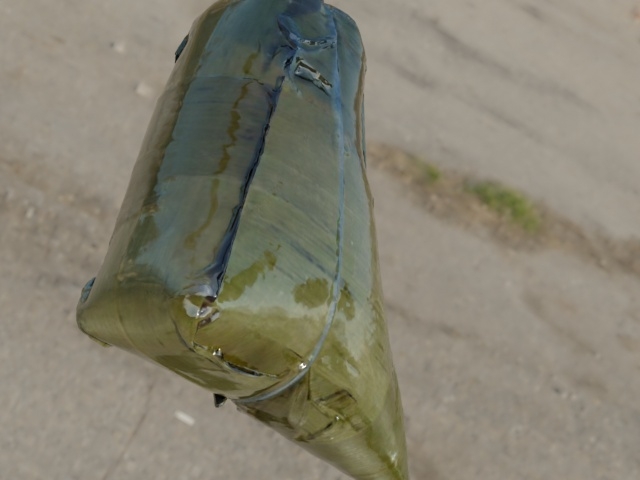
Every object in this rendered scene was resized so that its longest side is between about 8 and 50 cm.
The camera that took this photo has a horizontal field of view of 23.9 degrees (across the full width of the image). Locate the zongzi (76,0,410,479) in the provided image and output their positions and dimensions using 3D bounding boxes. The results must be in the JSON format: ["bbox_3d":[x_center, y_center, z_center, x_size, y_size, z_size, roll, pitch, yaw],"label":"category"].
[{"bbox_3d":[0.000,0.000,1.298,0.393,0.174,0.356,38,57,-39],"label":"zongzi"}]
